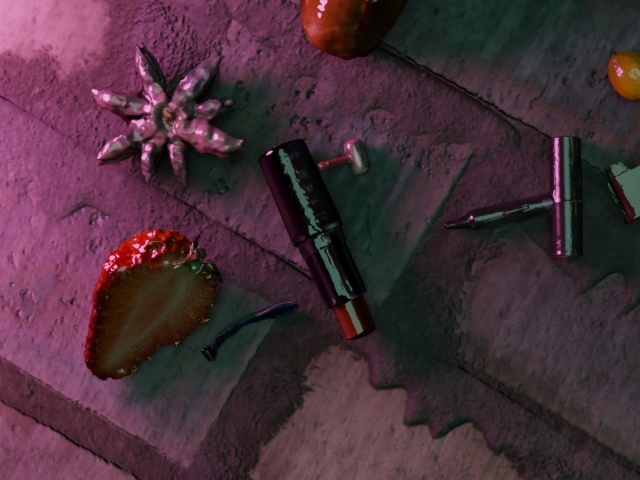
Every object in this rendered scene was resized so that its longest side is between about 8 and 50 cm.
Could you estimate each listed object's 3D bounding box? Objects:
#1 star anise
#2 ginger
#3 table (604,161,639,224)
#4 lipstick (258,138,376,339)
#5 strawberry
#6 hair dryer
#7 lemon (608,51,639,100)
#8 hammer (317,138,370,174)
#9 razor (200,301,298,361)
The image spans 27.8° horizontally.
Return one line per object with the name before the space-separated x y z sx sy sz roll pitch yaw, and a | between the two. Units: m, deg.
star anise | -0.212 -0.176 1.843 0.236 0.093 0.229 33 91 5
ginger | 0.077 -0.408 1.800 0.165 0.172 0.321 35 92 41
table | 0.453 -0.080 1.821 0.083 0.070 0.082 -27 84 3
lipstick | 0.000 0.000 1.834 0.081 0.081 0.300 -24 88 2
strawberry | -0.256 0.073 1.842 0.236 0.107 0.175 -29 124 3
hair dryer | 0.276 -0.062 1.843 0.194 0.050 0.173 0 86 6
lemon | 0.446 -0.231 1.826 0.092 0.065 0.065 36 91 -3
hammer | 0.031 -0.114 1.845 0.083 0.031 0.053 -16 85 -30
razor | -0.104 0.122 1.863 0.154 0.044 0.028 -29 61 0
